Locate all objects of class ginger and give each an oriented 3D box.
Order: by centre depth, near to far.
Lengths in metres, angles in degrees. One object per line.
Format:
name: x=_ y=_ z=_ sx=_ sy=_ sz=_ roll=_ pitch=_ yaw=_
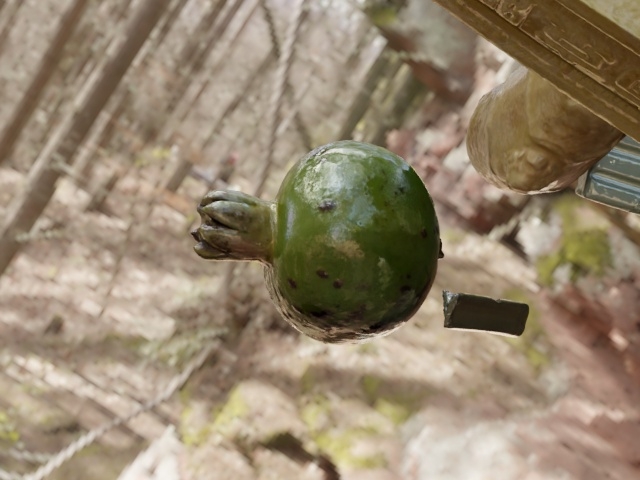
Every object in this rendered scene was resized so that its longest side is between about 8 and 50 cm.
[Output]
ginger: x=0.228 y=-0.117 z=1.516 sx=0.126 sy=0.190 sz=0.354 roll=28 pitch=-10 yaw=-3

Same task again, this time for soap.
soap: x=0.131 y=-0.132 z=0.845 sx=0.252 sy=0.037 sz=0.092 roll=34 pitch=-22 yaw=2
soap: x=0.378 y=-0.073 z=1.555 sx=0.198 sy=0.119 sz=0.066 roll=17 pitch=6 yaw=1

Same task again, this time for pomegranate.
pomegranate: x=0.000 y=0.000 z=1.428 sx=0.248 sy=0.202 sz=0.202 roll=7 pitch=14 yaw=-14

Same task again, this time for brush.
brush: x=0.139 y=0.063 z=1.295 sx=0.028 sy=0.034 sz=0.190 roll=18 pitch=3 yaw=27
